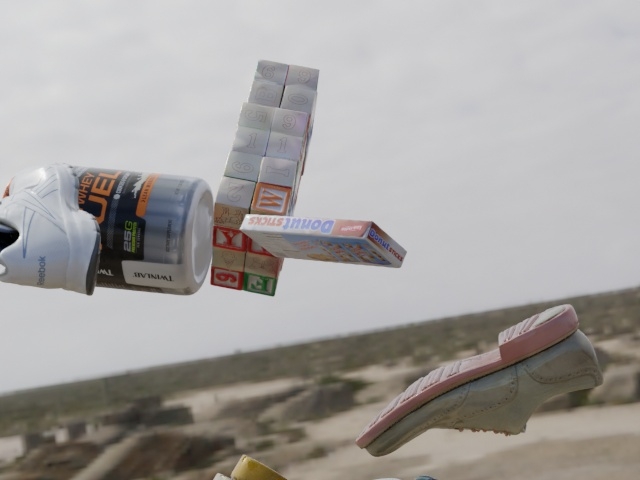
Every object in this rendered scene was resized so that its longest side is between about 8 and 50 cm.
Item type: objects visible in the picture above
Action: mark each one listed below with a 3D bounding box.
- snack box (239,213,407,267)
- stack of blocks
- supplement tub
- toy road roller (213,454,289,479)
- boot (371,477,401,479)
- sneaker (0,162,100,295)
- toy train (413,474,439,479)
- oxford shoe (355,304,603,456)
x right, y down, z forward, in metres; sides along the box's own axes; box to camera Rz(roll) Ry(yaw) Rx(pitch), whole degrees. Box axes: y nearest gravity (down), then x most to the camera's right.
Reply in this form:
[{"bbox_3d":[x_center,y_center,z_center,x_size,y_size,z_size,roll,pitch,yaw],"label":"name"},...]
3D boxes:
[{"bbox_3d":[0.000,0.000,1.229,0.178,0.022,0.064,4,-26,44],"label":"snack box"},{"bbox_3d":[-0.068,-0.099,1.572,0.087,0.297,0.171,11,-39,1],"label":"stack of blocks"},{"bbox_3d":[-0.340,-0.019,1.941,0.316,0.194,0.193,5,-5,8],"label":"supplement tub"},{"bbox_3d":[-0.028,0.454,1.625,0.240,0.202,0.329,22,-16,32],"label":"toy road roller"},{"bbox_3d":[0.059,0.480,2.164,0.258,0.095,0.123,-21,-38,19],"label":"boot"},{"bbox_3d":[-0.363,-0.026,1.519,0.129,0.111,0.297,1,20,-24],"label":"sneaker"},{"bbox_3d":[0.118,0.493,1.798,0.142,0.190,0.334,-12,-32,-43],"label":"toy train"},{"bbox_3d":[0.237,0.250,1.829,0.397,0.146,0.140,-31,1,19],"label":"oxford shoe"}]
